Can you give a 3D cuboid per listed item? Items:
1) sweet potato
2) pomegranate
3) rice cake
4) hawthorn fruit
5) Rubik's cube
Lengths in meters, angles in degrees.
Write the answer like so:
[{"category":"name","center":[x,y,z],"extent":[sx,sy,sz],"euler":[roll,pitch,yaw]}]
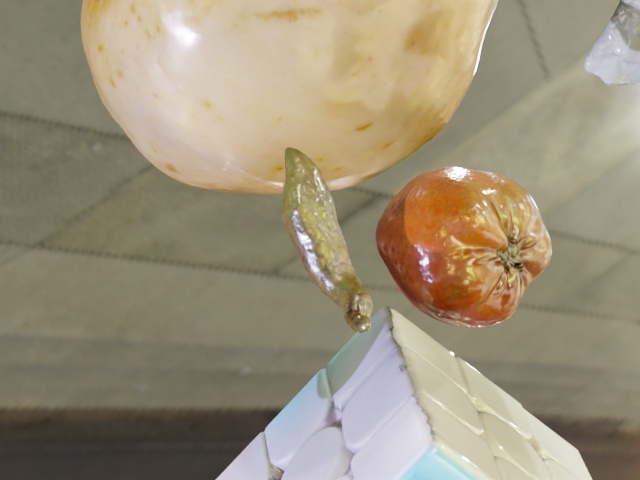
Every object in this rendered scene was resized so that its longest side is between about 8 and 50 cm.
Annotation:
[{"category":"sweet potato","center":[0.002,0.003,1.077],"extent":[0.038,0.153,0.041],"euler":[-23,155,1]},{"category":"pomegranate","center":[-0.048,-0.234,1.417],"extent":[0.411,0.411,0.411],"euler":[-28,156,-14]},{"category":"rice cake","center":[0.270,-0.210,1.177],"extent":[0.057,0.052,0.256],"euler":[-10,148,-26]},{"category":"hawthorn fruit","center":[0.149,0.001,1.695],"extent":[0.189,0.189,0.189],"euler":[-28,156,-14]},{"category":"Rubik's cube","center":[0.094,0.297,1.546],"extent":[0.291,0.291,0.290],"euler":[38,104,-20]}]
